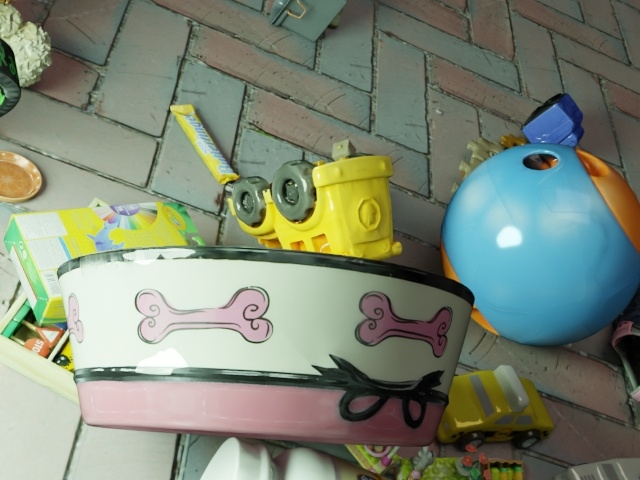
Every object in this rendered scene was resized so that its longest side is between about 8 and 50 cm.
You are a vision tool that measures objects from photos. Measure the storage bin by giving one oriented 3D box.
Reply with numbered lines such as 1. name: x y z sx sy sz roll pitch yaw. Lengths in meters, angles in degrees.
1. storage bin: -0.016 -0.417 1.768 0.091 0.135 0.098 28 38 -20

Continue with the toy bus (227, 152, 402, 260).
1. toy bus: 0.000 0.000 1.329 0.149 0.220 0.212 -13 90 -42

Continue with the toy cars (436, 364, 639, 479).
1. toy cars: 0.319 0.268 1.312 0.393 0.087 0.176 33 40 1

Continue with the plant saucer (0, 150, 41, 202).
1. plant saucer: -0.392 -0.079 1.256 0.083 0.013 0.084 18 42 -17

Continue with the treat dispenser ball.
1. treat dispenser ball: 0.313 0.006 1.420 0.288 0.288 0.288 18 41 -17

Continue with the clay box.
1. clay box: -0.238 0.021 1.166 0.222 0.053 0.127 -6 53 -39

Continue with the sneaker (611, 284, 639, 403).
1. sneaker: 0.505 0.128 1.560 0.131 0.112 0.319 17 41 -23

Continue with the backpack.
1. backpack: 0.443 -0.216 1.889 0.101 0.098 0.120 54 31 -7

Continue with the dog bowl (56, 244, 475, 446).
1. dog bowl: -0.055 0.118 0.981 0.407 0.408 0.151 9 77 -26

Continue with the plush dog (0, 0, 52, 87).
1. plush dog: -0.470 -0.355 1.322 0.210 0.225 0.262 -7 53 -38

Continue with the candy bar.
1. candy bar: -0.168 -0.141 1.465 0.040 0.018 0.161 -10 55 -40

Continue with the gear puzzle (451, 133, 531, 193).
1. gear puzzle: 0.317 -0.098 1.729 0.175 0.044 0.339 30 37 -1

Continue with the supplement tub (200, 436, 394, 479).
1. supplement tub: 0.030 0.335 0.936 0.324 0.235 0.235 24 40 -11

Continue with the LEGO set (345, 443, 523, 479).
1. LEGO set: 0.116 0.230 1.181 0.287 0.107 0.132 31 50 5

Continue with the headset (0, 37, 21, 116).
1. headset: -0.535 -0.178 1.090 0.394 0.243 0.185 -13 81 -13

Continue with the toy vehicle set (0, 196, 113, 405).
1. toy vehicle set: -0.251 0.074 1.175 0.166 0.035 0.267 29 40 -5

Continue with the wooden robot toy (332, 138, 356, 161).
1. wooden robot toy: 0.048 -0.065 1.513 0.079 0.076 0.173 46 23 -46

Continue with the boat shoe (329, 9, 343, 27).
1. boat shoe: 0.021 -0.458 1.893 0.050 0.045 0.135 10 44 -25
